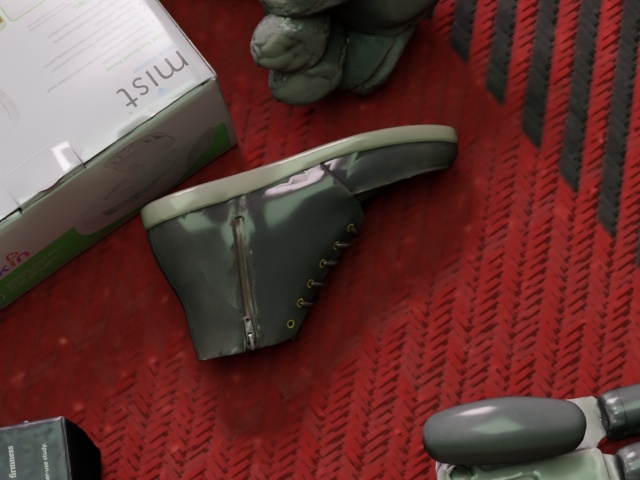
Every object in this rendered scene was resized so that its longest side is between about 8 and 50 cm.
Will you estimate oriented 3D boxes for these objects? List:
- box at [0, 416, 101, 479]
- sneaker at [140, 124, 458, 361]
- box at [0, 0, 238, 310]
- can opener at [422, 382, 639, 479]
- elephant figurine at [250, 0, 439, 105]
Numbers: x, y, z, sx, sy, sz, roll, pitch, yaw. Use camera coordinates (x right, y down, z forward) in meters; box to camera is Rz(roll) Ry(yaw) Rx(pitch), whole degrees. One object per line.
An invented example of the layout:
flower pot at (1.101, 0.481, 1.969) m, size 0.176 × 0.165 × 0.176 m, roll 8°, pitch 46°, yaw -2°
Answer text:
box at (-0.240, 0.211, 1.155) m, size 0.207 × 0.108 × 0.153 m, roll -10°, pitch 71°, yaw 3°
sneaker at (0.000, 0.000, 1.233) m, size 0.222 × 0.083 × 0.118 m, roll -18°, pitch 89°, yaw -8°
box at (-0.229, -0.098, 1.252) m, size 0.262 × 0.127 × 0.231 m, roll -36°, pitch 72°, yaw -8°
can opener at (0.206, 0.123, 1.157) m, size 0.280 × 0.093 × 0.074 m, roll -12°, pitch 69°, yaw -4°
elephant figurine at (-0.027, -0.224, 1.272) m, size 0.186 × 0.169 × 0.239 m, roll -11°, pitch 50°, yaw -28°
